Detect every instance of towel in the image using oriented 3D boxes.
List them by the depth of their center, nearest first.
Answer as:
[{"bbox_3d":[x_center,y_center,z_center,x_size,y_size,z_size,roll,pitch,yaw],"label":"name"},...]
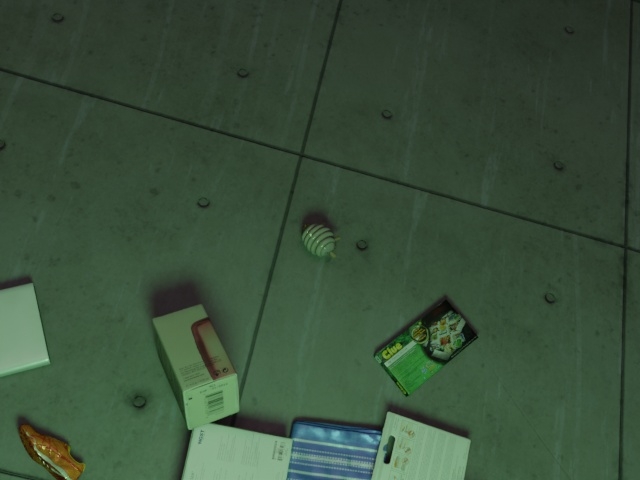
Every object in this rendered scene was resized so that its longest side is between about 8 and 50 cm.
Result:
[{"bbox_3d":[0.033,0.599,1.749,0.243,0.040,0.336,10,65,-7],"label":"towel"}]

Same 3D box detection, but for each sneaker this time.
[{"bbox_3d":[-0.600,0.469,1.668,0.175,0.064,0.067,42,45,3],"label":"sneaker"}]

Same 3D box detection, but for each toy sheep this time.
[{"bbox_3d":[0.000,0.000,1.987,0.091,0.091,0.132,-36,59,-24],"label":"toy sheep"}]

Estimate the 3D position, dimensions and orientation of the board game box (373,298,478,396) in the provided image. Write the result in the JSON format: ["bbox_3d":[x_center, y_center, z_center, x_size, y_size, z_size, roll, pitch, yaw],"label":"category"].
[{"bbox_3d":[0.277,0.277,1.953,0.259,0.030,0.136,-33,79,-23],"label":"board game box"}]

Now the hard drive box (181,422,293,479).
[{"bbox_3d":[-0.194,0.525,1.705,0.232,0.089,0.181,13,64,-7],"label":"hard drive box"}]

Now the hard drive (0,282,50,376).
[{"bbox_3d":[-0.805,0.229,1.734,0.307,0.040,0.203,-13,70,-18],"label":"hard drive"}]

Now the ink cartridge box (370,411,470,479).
[{"bbox_3d":[0.240,0.537,1.812,0.224,0.056,0.181,19,64,-3],"label":"ink cartridge box"}]

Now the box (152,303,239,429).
[{"bbox_3d":[-0.286,0.286,1.716,0.127,0.149,0.232,-17,46,-20],"label":"box"}]
